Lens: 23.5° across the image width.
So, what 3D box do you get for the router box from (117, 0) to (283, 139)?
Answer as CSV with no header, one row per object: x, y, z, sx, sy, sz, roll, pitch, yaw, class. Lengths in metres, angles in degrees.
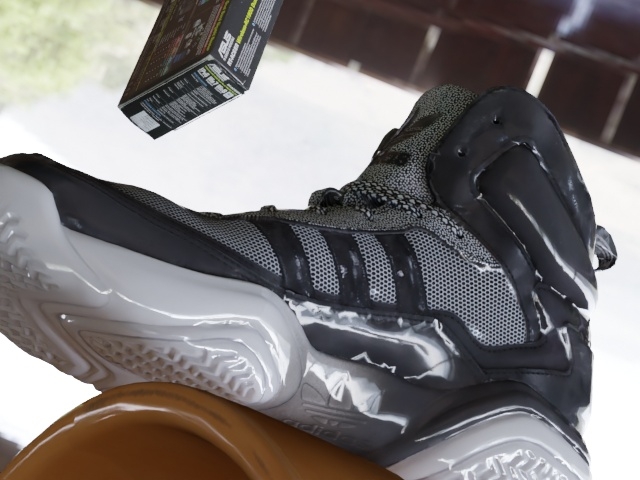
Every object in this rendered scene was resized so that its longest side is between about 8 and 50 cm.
-0.075,-0.134,1.021,0.092,0.122,0.038,-23,127,39,router box

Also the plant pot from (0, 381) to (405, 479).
0.006,0.202,0.402,0.203,0.291,0.291,20,-179,-29,plant pot

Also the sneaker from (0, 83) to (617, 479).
0.000,0.000,0.559,0.269,0.153,0.101,28,158,-26,sneaker
